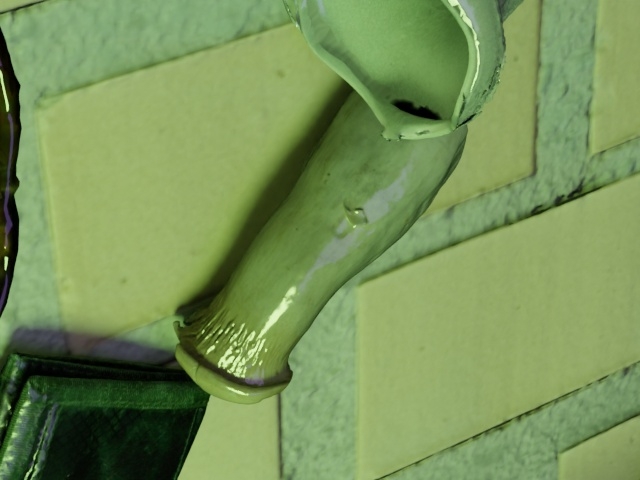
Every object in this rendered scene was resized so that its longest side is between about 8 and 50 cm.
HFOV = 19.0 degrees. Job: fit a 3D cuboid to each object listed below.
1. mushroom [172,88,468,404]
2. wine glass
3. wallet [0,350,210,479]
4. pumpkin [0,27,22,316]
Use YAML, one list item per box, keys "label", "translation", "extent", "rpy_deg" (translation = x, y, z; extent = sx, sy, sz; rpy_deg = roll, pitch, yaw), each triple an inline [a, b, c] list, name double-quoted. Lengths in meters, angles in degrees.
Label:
- label: "mushroom"
  translation: [0.000, 0.001, 1.137]
  extent: [0.081, 0.092, 0.223]
  rpy_deg: [37, 88, -3]
- label: "wine glass"
  translation: [0.095, -0.164, 1.054]
  extent: [0.196, 0.165, 0.165]
  rpy_deg: [-30, 133, -26]
- label: "wallet"
  translation: [-0.160, 0.181, 1.151]
  extent: [0.160, 0.055, 0.236]
  rpy_deg: [8, 111, -49]
- label: "pumpkin"
  translation: [-0.268, -0.030, 0.796]
  extent: [0.303, 0.225, 0.256]
  rpy_deg: [-53, 134, 3]
